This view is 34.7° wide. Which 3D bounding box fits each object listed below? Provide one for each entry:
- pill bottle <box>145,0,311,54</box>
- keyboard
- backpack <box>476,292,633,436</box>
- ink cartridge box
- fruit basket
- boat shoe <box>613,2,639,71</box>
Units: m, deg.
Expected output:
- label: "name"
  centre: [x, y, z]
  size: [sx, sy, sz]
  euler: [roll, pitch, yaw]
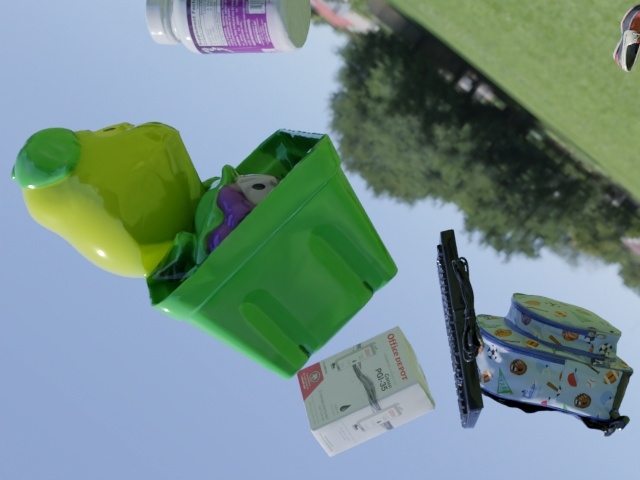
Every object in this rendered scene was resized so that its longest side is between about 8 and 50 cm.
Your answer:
- label: "pill bottle"
  centre: [-0.184, -0.454, 2.026]
  size: [0.302, 0.169, 0.169]
  euler: [2, -179, 18]
- label: "keyboard"
  centre: [0.217, 0.126, 1.614]
  size: [0.201, 0.033, 0.317]
  euler: [94, 172, -59]
- label: "backpack"
  centre: [0.394, 0.210, 1.823]
  size: [0.263, 0.213, 0.276]
  euler: [5, -175, -9]
- label: "ink cartridge box"
  centre: [0.106, 0.355, 2.442]
  size: [0.117, 0.283, 0.207]
  euler: [59, -172, -38]
- label: "fruit basket"
  centre: [-0.135, -0.041, 1.149]
  size: [0.392, 0.283, 0.392]
  euler: [46, 177, 3]
- label: "boat shoe"
  centre: [0.589, -0.382, 1.927]
  size: [0.049, 0.137, 0.043]
  euler: [-8, -131, -13]
